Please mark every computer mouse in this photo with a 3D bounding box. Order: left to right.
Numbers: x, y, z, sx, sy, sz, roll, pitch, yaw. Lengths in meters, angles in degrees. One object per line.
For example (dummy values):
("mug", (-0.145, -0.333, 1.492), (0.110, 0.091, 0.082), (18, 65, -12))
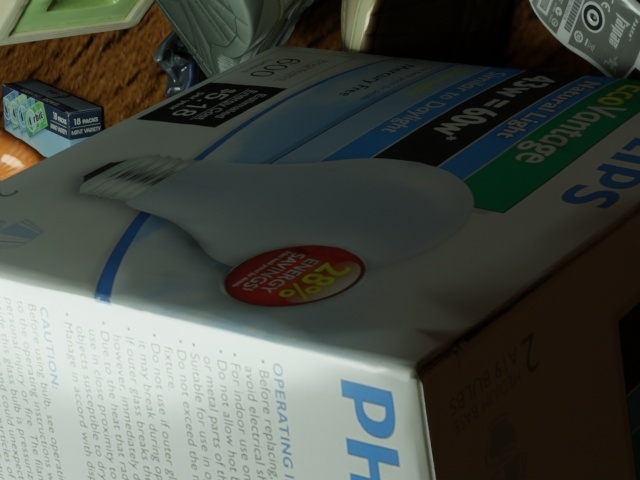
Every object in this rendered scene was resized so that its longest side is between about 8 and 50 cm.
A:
("computer mouse", (0.197, -0.119, 1.033), (0.193, 0.042, 0.106), (50, 144, 28))

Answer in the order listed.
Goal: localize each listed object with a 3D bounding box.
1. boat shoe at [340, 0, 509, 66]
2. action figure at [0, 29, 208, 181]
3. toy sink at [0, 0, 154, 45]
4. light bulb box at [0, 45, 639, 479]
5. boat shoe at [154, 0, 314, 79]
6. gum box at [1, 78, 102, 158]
("boat shoe", (0.062, -0.210, 1.157), (0.098, 0.109, 0.302), (38, 126, 53))
("action figure", (-0.193, -0.023, 1.430), (0.178, 0.330, 0.341), (-20, 55, 47))
("toy sink", (-0.202, -0.278, 1.502), (0.234, 0.152, 0.131), (-42, 65, 53))
("light bulb box", (0.021, 0.060, 0.973), (0.361, 0.358, 0.225), (10, 119, 37))
("boat shoe", (-0.056, -0.185, 1.243), (0.118, 0.103, 0.320), (55, 170, -3))
("gum box", (-0.271, -0.060, 1.790), (0.157, 0.041, 0.184), (24, 122, 53))
